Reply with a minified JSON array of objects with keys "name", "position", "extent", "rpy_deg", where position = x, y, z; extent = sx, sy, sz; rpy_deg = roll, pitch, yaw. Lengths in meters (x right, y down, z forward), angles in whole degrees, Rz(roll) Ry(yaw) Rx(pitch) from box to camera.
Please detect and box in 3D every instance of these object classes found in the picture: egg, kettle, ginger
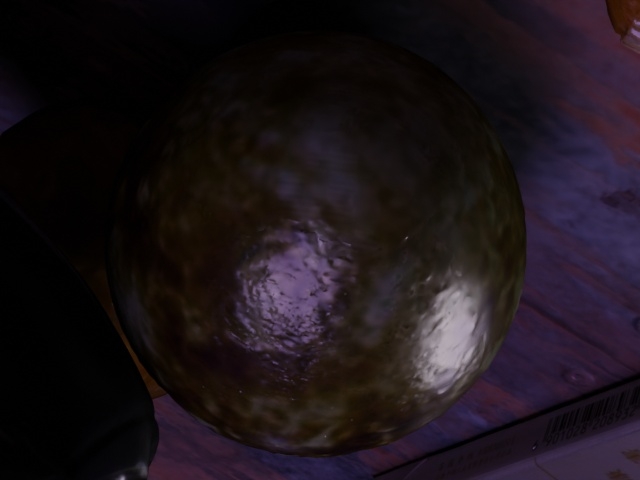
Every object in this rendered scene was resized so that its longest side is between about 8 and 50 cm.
[{"name":"egg","position":[0.000,0.000,1.066],"extent":[0.238,0.238,0.289],"rpy_deg":[26,167,-4]},{"name":"kettle","position":[-0.241,0.062,1.033],"extent":[0.324,0.228,0.321],"rpy_deg":[38,-178,12]},{"name":"ginger","position":[-0.167,0.022,1.285],"extent":[0.172,0.165,0.321],"rpy_deg":[-16,155,-5]}]

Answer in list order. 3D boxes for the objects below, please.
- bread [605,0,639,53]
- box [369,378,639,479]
[{"name":"bread","position":[0.200,-0.171,0.775],"extent":[0.133,0.179,0.250],"rpy_deg":[24,147,7]},{"name":"box","position":[0.206,0.209,1.421],"extent":[0.204,0.051,0.365],"rpy_deg":[35,145,-19]}]
